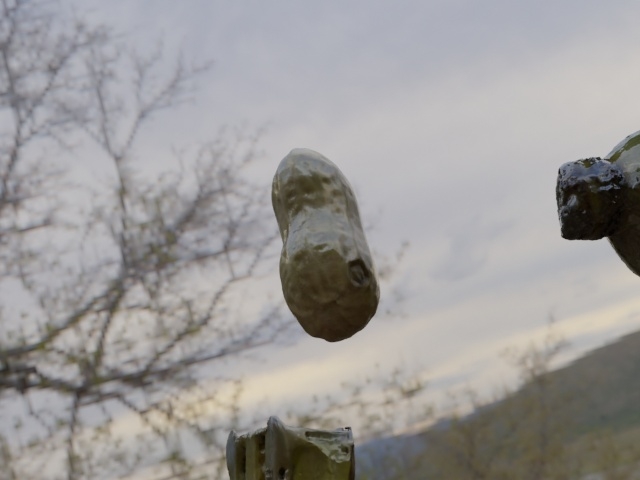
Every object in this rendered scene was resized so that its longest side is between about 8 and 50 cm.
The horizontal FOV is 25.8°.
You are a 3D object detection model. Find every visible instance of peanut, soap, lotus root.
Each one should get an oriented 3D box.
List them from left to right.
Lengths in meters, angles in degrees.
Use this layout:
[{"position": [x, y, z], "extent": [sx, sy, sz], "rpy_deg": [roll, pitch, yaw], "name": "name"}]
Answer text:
[{"position": [-0.025, 0.258, 1.073], "extent": [0.076, 0.233, 0.135], "rpy_deg": [4, -15, -19], "name": "soap"}, {"position": [0.000, 0.000, 1.607], "extent": [0.120, 0.236, 0.110], "rpy_deg": [-1, -21, -33], "name": "peanut"}, {"position": [0.187, -0.012, 0.623], "extent": [0.183, 0.077, 0.090], "rpy_deg": [11, -48, -14], "name": "lotus root"}]
